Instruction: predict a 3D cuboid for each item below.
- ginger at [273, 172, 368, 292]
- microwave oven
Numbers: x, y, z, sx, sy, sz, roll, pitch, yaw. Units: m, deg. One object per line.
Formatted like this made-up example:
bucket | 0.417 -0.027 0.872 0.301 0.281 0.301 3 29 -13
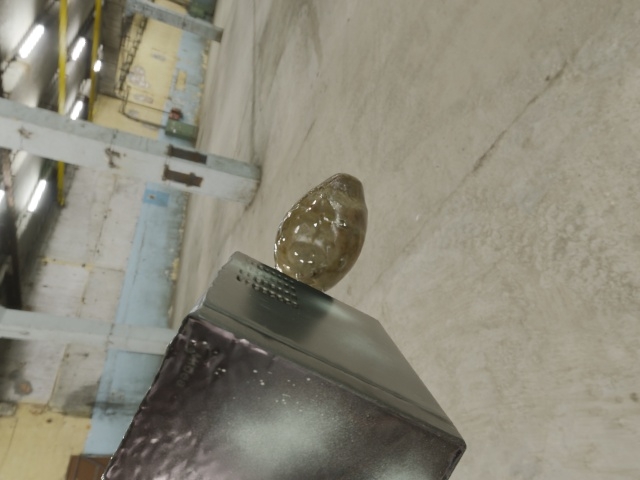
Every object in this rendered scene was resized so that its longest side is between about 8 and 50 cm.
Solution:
ginger | 0.000 0.000 0.882 0.304 0.155 0.244 97 -172 -80
microwave oven | -0.101 0.267 0.491 0.432 0.236 0.374 -61 7 3
